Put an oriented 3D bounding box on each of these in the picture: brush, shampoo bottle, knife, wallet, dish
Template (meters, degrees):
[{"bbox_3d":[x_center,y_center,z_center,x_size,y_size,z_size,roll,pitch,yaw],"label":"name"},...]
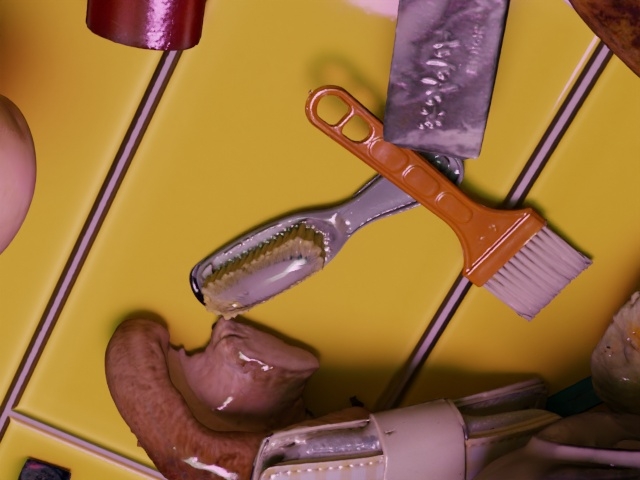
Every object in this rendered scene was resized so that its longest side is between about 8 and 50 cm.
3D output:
[{"bbox_3d":[0.000,0.000,1.687,0.297,0.060,0.068,-29,111,22],"label":"brush"},{"bbox_3d":[-0.132,-0.287,1.526,0.102,0.064,0.260,12,121,3],"label":"shampoo bottle"},{"bbox_3d":[0.106,-0.040,1.649,0.314,0.017,0.090,38,106,-23],"label":"brush"},{"bbox_3d":[0.332,0.097,1.729,0.297,0.026,0.044,-29,120,26],"label":"knife"},{"bbox_3d":[0.075,0.249,1.743,0.310,0.077,0.223,-8,129,-23],"label":"wallet"},{"bbox_3d":[0.270,0.215,1.606,0.324,0.324,0.124,1,91,6],"label":"dish"}]

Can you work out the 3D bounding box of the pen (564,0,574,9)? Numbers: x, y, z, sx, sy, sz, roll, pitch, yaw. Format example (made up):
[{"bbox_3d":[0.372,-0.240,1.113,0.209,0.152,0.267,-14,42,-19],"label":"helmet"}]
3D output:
[{"bbox_3d":[0.203,-0.216,1.549,0.269,0.033,0.033,38,118,-15],"label":"pen"}]

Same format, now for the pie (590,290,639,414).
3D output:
[{"bbox_3d":[0.392,0.123,1.667,0.306,0.071,0.306,6,139,5],"label":"pie"}]

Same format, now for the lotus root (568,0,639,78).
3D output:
[{"bbox_3d":[0.292,-0.208,1.479,0.169,0.141,0.314,-38,111,22],"label":"lotus root"}]

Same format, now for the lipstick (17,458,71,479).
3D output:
[{"bbox_3d":[-0.323,0.361,1.952,0.051,0.051,0.312,17,124,-5],"label":"lipstick"}]

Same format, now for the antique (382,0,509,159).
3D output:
[{"bbox_3d":[0.106,-0.158,1.547,0.088,0.086,0.183,11,132,6],"label":"antique"}]

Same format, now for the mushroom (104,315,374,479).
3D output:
[{"bbox_3d":[-0.079,0.181,1.753,0.286,0.151,0.156,22,123,-7],"label":"mushroom"}]

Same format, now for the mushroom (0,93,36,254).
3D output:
[{"bbox_3d":[-0.375,-0.099,1.524,0.353,0.353,0.325,-36,83,24],"label":"mushroom"}]
